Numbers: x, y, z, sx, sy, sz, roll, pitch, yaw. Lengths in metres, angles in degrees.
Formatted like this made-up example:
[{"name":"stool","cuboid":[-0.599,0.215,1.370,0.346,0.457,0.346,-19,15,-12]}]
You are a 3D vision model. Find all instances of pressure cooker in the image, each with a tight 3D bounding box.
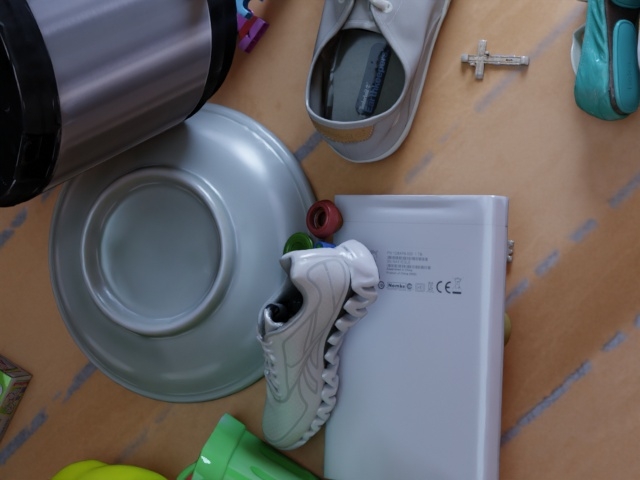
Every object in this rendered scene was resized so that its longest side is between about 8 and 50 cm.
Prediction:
[{"name":"pressure cooker","cuboid":[-0.309,-0.268,1.563,0.370,0.420,0.375,33,134,26]}]

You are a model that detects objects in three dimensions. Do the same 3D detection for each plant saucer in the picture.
[{"name":"plant saucer","cuboid":[-0.197,0.014,1.688,0.401,0.100,0.400,-1,88,21]}]

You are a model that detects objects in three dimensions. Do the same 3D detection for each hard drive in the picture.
[{"name":"hard drive","cuboid":[0.112,0.122,1.568,0.233,0.047,0.352,2,89,38]}]

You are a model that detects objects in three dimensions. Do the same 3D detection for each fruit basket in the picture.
[{"name":"fruit basket","cuboid":[-0.203,0.389,1.613,0.392,0.283,0.391,0,95,4]}]

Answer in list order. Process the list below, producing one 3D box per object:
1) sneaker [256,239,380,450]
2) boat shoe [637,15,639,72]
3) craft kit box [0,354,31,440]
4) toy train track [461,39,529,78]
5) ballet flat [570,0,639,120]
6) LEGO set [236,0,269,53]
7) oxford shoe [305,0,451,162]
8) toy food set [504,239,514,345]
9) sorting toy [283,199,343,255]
[{"name":"sneaker","cuboid":[-0.032,0.128,1.581,0.110,0.118,0.292,46,127,46]},{"name":"boat shoe","cuboid":[0.414,-0.305,1.453,0.096,0.098,0.277,6,101,61]},{"name":"craft kit box","cuboid":[-0.561,0.236,1.843,0.247,0.061,0.249,31,100,21]},{"name":"toy train track","cuboid":[0.211,-0.220,1.586,0.083,0.014,0.048,5,91,20]},{"name":"ballet flat","cuboid":[0.327,-0.262,1.511,0.087,0.083,0.247,4,90,45]},{"name":"LEGO set","cuboid":[-0.074,-0.362,1.656,0.093,0.087,0.227,40,101,16]},{"name":"oxford shoe","cuboid":[0.078,-0.317,1.578,0.169,0.130,0.449,12,92,22]},{"name":"toy food set","cuboid":[0.167,0.091,1.582,0.133,0.038,0.192,5,90,20]},{"name":"sorting toy","cuboid":[0.000,0.000,1.606,0.061,0.042,0.102,48,114,38]}]
